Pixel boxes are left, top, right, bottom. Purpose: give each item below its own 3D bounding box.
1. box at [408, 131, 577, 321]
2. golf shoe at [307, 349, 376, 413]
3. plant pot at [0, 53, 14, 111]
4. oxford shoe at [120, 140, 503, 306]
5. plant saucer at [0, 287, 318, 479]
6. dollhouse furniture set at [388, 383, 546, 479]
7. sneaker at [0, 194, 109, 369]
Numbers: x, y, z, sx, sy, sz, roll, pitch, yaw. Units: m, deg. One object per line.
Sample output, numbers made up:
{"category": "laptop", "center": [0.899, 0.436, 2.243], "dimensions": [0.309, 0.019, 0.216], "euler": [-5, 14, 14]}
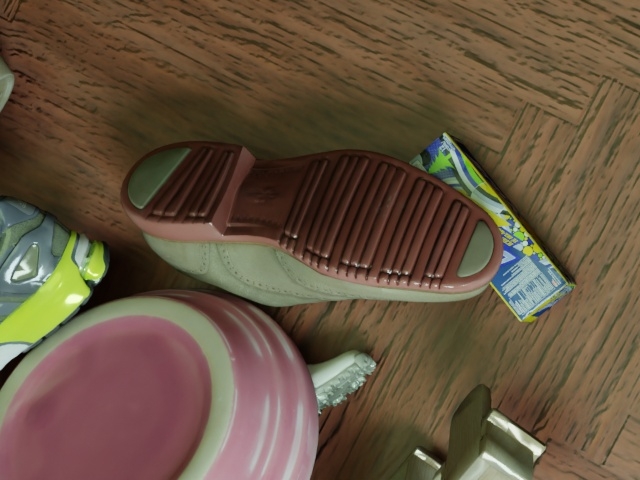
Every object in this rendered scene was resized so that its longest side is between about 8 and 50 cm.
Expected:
{"category": "box", "center": [0.144, -0.011, 1.306], "dimensions": [0.054, 0.059, 0.169], "euler": [-40, 76, 11]}
{"category": "golf shoe", "center": [-0.039, 0.127, 1.359], "dimensions": [0.176, 0.069, 0.086], "euler": [-29, 73, 14]}
{"category": "plant pot", "center": [-0.433, -0.189, 1.428], "dimensions": [0.274, 0.256, 0.256], "euler": [36, 99, 0]}
{"category": "oxford shoe", "center": [0.000, 0.000, 1.323], "dimensions": [0.348, 0.130, 0.123], "euler": [14, 58, 26]}
{"category": "plant saucer", "center": [-0.167, 0.174, 1.307], "dimensions": [0.332, 0.084, 0.332], "euler": [-15, 52, 19]}
{"category": "dollhouse furniture set", "center": [0.192, 0.333, 1.261], "dimensions": [0.355, 0.174, 0.303], "euler": [35, 110, -5]}
{"category": "sneaker", "center": [-0.332, 0.071, 1.372], "dimensions": [0.300, 0.111, 0.121], "euler": [-42, 110, 9]}
